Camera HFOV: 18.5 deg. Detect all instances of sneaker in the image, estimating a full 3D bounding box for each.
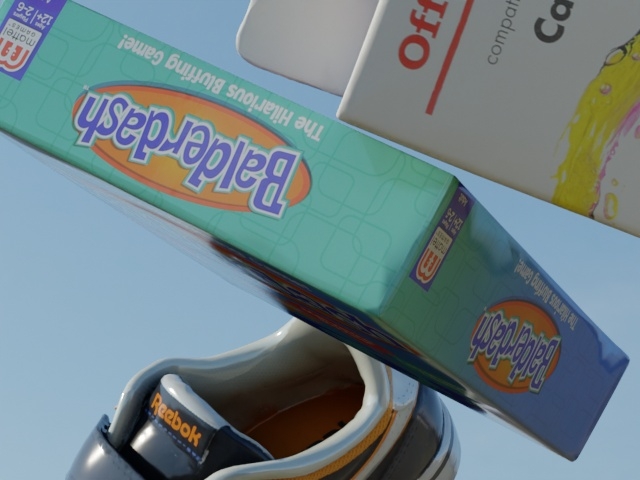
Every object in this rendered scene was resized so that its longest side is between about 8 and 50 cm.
[{"bbox_3d":[-0.081,0.145,0.929,0.126,0.321,0.127,35,-21,42],"label":"sneaker"}]

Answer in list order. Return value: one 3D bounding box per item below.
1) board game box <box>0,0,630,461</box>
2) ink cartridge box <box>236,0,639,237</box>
[{"bbox_3d":[0.000,0.000,0.640,0.160,0.047,0.210,26,-6,27],"label":"board game box"},{"bbox_3d":[0.080,-0.064,0.519,0.198,0.115,0.067,21,8,6],"label":"ink cartridge box"}]
